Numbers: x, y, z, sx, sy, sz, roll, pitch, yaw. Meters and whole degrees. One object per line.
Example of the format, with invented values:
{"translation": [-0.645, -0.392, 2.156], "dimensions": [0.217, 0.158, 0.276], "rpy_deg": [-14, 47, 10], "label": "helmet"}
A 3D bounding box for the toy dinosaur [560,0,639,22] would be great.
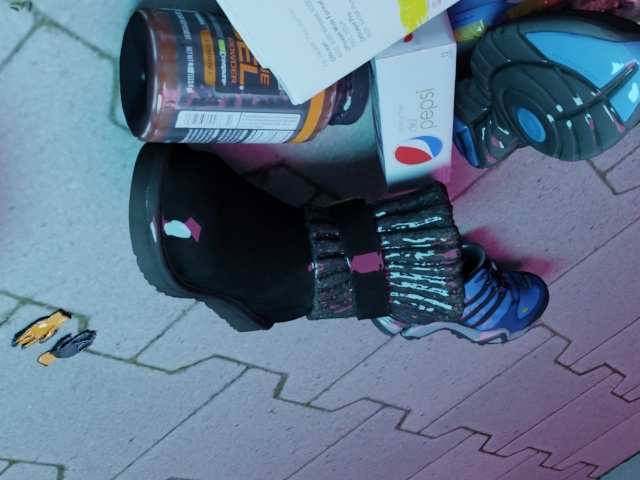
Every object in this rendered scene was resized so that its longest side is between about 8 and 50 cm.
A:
{"translation": [0.351, -0.261, 0.774], "dimensions": [0.268, 0.064, 0.118], "rpy_deg": [-9, 155, -23], "label": "toy dinosaur"}

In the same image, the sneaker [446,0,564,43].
{"translation": [0.212, -0.279, 0.646], "dimensions": [0.296, 0.131, 0.112], "rpy_deg": [-27, -173, 30], "label": "sneaker"}

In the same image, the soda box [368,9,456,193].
{"translation": [0.083, -0.132, 0.717], "dimensions": [0.069, 0.074, 0.216], "rpy_deg": [-11, 152, 3], "label": "soda box"}

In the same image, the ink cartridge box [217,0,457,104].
{"translation": [0.015, -0.244, 0.490], "dimensions": [0.232, 0.171, 0.168], "rpy_deg": [-33, 143, 7], "label": "ink cartridge box"}

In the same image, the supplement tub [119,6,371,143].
{"translation": [-0.058, -0.133, 0.637], "dimensions": [0.198, 0.106, 0.106], "rpy_deg": [-4, 138, -29], "label": "supplement tub"}

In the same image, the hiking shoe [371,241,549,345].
{"translation": [0.211, 0.066, 1.038], "dimensions": [0.304, 0.113, 0.132], "rpy_deg": [-1, 137, -31], "label": "hiking shoe"}

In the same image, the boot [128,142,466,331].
{"translation": [0.000, -0.004, 0.729], "dimensions": [0.260, 0.131, 0.348], "rpy_deg": [-5, 161, 15], "label": "boot"}

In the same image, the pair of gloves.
{"translation": [-0.300, 0.113, 0.865], "dimensions": [0.074, 0.010, 0.083], "rpy_deg": [-30, 145, 3], "label": "pair of gloves"}

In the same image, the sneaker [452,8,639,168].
{"translation": [0.207, -0.150, 0.675], "dimensions": [0.139, 0.125, 0.341], "rpy_deg": [-33, -172, -4], "label": "sneaker"}
